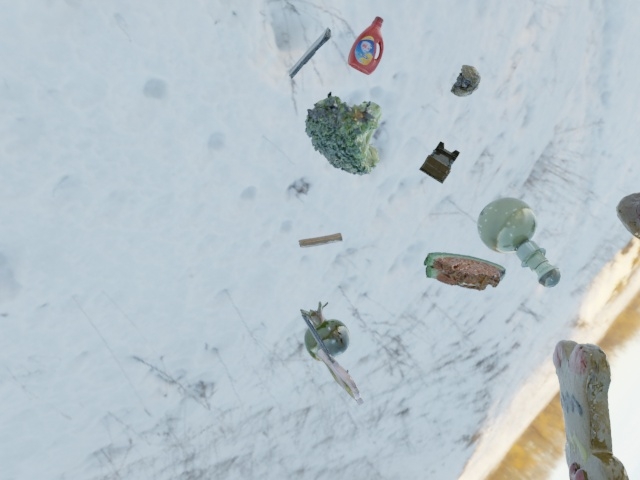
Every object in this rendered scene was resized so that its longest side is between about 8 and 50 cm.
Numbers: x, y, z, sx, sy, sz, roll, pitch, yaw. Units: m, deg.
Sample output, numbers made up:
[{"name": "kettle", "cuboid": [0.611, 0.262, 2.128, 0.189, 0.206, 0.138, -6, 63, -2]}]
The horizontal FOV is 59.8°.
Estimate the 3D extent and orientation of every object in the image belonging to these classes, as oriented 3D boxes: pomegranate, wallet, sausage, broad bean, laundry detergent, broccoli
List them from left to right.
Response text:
[{"name": "wallet", "cuboid": [-0.029, -0.491, 1.460, 0.157, 0.018, 0.082, -42, -156, 25]}, {"name": "sausage", "cuboid": [0.000, 0.000, 1.431, 0.116, 0.026, 0.026, -9, 139, -15]}, {"name": "pomegranate", "cuboid": [0.007, 0.291, 1.785, 0.152, 0.191, 0.131, -29, -175, 15]}, {"name": "broccoli", "cuboid": [0.125, -0.412, 2.082, 0.280, 0.348, 0.293, -51, -160, -19]}, {"name": "laundry detergent", "cuboid": [0.151, -0.591, 1.677, 0.165, 0.098, 0.049, -64, -163, 6]}, {"name": "broad bean", "cuboid": [0.960, -0.064, 1.583, 0.156, 0.228, 0.122, -40, 141, 0]}]

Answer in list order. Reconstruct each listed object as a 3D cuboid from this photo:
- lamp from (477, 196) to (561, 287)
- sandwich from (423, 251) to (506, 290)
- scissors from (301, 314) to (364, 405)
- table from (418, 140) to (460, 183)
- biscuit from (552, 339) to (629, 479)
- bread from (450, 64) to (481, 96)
[{"name": "lamp", "cuboid": [0.313, 0.006, 0.857, 0.091, 0.163, 0.091, -19, 142, -15]}, {"name": "sandwich", "cuboid": [0.425, 0.101, 1.597, 0.235, 0.159, 0.079, 3, 111, -23]}, {"name": "scissors", "cuboid": [0.023, 0.275, 1.310, 0.024, 0.160, 0.317, -37, 129, -14]}, {"name": "table", "cuboid": [0.357, -0.235, 1.653, 0.070, 0.083, 0.082, -50, 169, -37]}, {"name": "biscuit", "cuboid": [0.646, 0.449, 1.370, 0.368, 0.077, 0.393, 39, 48, -78]}, {"name": "bread", "cuboid": [0.482, -0.518, 1.833, 0.113, 0.082, 0.060, 104, 9, -49]}]
